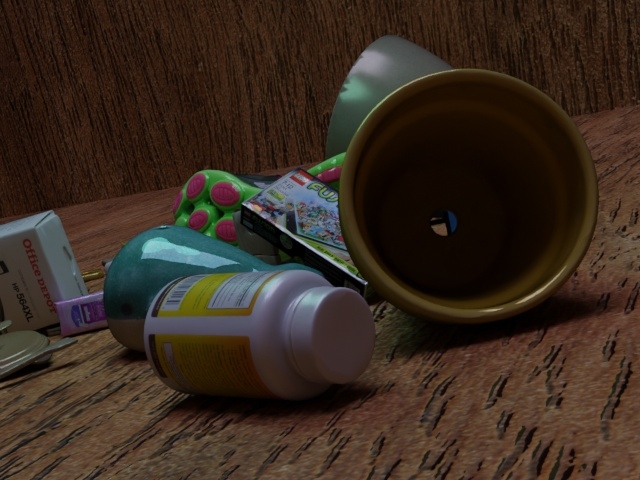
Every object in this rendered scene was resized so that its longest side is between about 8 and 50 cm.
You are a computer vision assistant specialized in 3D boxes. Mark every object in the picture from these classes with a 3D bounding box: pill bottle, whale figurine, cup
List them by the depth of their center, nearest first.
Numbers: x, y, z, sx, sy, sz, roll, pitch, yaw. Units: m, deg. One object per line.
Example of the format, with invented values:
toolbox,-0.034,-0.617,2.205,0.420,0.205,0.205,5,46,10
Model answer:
pill bottle,-0.056,0.087,1.047,0.215,0.117,0.117,-4,11,44
whale figurine,-0.134,0.046,1.360,0.272,0.141,0.216,-7,9,28
cup,0.194,-0.194,2.126,0.237,0.331,0.331,21,23,26

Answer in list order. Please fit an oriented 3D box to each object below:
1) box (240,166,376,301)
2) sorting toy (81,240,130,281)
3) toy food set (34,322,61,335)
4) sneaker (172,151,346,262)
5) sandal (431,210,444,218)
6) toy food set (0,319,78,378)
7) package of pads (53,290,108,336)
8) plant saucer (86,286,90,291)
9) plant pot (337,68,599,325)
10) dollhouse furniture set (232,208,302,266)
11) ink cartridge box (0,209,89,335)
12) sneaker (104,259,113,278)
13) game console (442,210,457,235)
box,0.011,-0.010,1.441,0.207,0.036,0.114,33,48,26
sorting toy,-0.313,0.017,2.173,0.347,0.047,0.196,-16,9,-25
toy food set,-0.367,0.115,1.658,0.078,0.019,0.122,-9,9,23
sneaker,-0.040,-0.030,1.806,0.482,0.185,0.202,-3,-8,35
sandal,0.153,-0.043,1.931,0.254,0.054,0.097,-1,17,9
toy food set,-0.395,0.151,1.430,0.132,0.039,0.192,-27,20,-36
package of pads,-0.325,0.101,1.585,0.083,0.050,0.032,-13,3,-6
plant saucer,-0.425,0.095,1.904,0.083,0.015,0.083,-12,8,2
plant pot,0.142,-0.032,1.213,0.254,0.254,0.239,-12,-6,-3
dollhouse furniture set,0.000,0.000,1.530,0.183,0.129,0.129,-5,11,41
ink cartridge box,-0.460,0.059,1.644,0.203,0.148,0.086,-16,14,12
sneaker,-0.294,0.054,1.809,0.134,0.070,0.051,-4,9,38
game console,0.207,-0.042,1.541,0.071,0.122,0.107,-13,9,0
